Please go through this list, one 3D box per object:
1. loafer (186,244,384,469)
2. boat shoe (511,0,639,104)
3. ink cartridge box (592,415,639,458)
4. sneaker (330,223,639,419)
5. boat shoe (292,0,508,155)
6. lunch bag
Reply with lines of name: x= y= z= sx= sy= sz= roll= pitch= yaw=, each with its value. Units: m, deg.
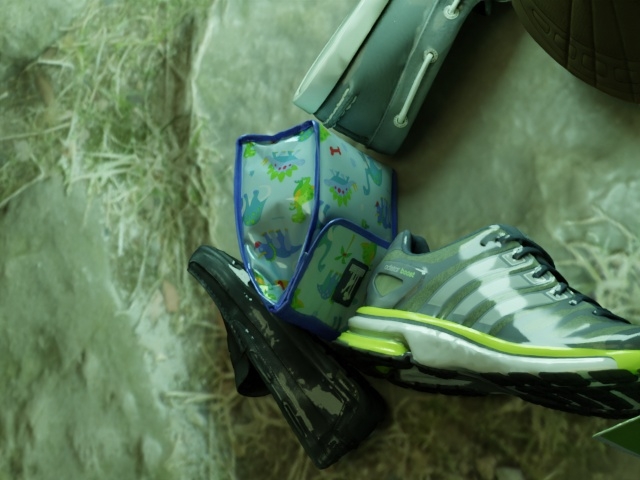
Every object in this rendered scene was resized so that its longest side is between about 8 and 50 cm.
loafer: x=-0.042 y=0.087 z=1.368 sx=0.078 sy=0.076 sz=0.223 roll=-47 pitch=57 yaw=4
boat shoe: x=0.272 y=-0.157 z=1.241 sx=0.302 sy=0.109 sz=0.098 roll=23 pitch=48 yaw=37
ink cartridge box: x=0.301 y=0.049 z=1.084 sx=0.255 sy=0.189 sz=0.097 roll=-29 pitch=61 yaw=23
sneaker: x=0.148 y=0.050 z=1.240 sx=0.300 sy=0.111 sz=0.121 roll=6 pitch=73 yaw=33
boat shoe: x=0.108 y=-0.210 z=1.381 sx=0.099 sy=0.116 sz=0.319 roll=37 pitch=89 yaw=-7
lunch bag: x=0.000 y=0.000 z=1.338 sx=0.096 sy=0.129 sz=0.151 roll=-10 pitch=68 yaw=31
